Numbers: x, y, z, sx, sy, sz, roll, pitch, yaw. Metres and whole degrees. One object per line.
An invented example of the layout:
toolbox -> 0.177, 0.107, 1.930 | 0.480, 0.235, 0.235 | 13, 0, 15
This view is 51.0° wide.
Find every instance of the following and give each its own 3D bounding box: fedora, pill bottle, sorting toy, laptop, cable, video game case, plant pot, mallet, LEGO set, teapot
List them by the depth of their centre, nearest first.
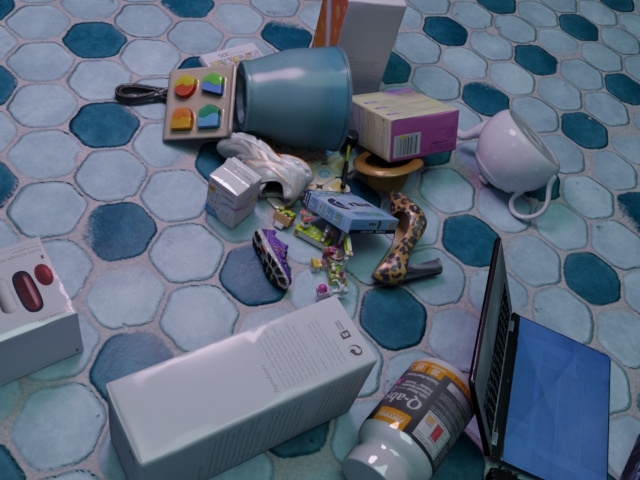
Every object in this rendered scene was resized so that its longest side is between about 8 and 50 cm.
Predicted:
pill bottle -> 0.174, 0.370, 1.300 | 0.162, 0.162, 0.278 | 38, 52, 15
laptop -> 0.478, 0.268, 1.407 | 0.236, 0.408, 0.382 | 0, 45, 24
LEGO set -> 0.000, 0.000, 1.579 | 0.132, 0.107, 0.287 | -15, 58, -25
sorting toy -> -0.312, -0.354, 1.710 | 0.208, 0.038, 0.193 | -1, 78, 21
plant pot -> -0.082, -0.362, 1.719 | 0.255, 0.272, 0.272 | -3, 54, -17
fedora -> 0.178, -0.181, 1.771 | 0.194, 0.079, 0.194 | 0, 28, 0
mallet -> 0.072, -0.218, 1.778 | 0.039, 0.062, 0.190 | 16, 46, -10
cable -> -0.401, -0.405, 1.811 | 0.287, 0.072, 0.140 | 14, 54, -6
teapot -> 0.520, -0.218, 1.849 | 0.252, 0.187, 0.256 | 36, 29, -20
video game case -> -0.197, -0.445, 1.874 | 0.206, 0.026, 0.227 | -31, 81, -43

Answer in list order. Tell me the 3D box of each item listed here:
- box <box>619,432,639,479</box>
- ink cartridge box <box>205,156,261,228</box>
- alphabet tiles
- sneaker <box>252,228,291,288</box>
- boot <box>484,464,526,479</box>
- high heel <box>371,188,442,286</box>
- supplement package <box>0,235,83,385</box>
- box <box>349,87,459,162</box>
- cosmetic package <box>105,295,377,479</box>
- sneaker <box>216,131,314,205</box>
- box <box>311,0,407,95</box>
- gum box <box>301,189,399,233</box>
box -> 0.704, 0.505, 1.250 | 0.212, 0.294, 0.395 | 36, 52, 14
ink cartridge box -> -0.207, -0.118, 1.593 | 0.092, 0.143, 0.090 | 35, 52, 14
alphabet tiles -> -0.059, -0.191, 1.770 | 0.278, 0.021, 0.284 | -30, 65, -32
sneaker -> -0.099, 0.034, 1.555 | 0.071, 0.068, 0.170 | -8, 54, -27
boot -> 0.374, 0.508, 1.320 | 0.099, 0.045, 0.121 | 21, 43, -1
high heel -> 0.172, -0.014, 1.644 | 0.186, 0.093, 0.261 | -10, 62, -25
supplement package -> -0.590, 0.136, 1.287 | 0.194, 0.149, 0.203 | -23, 60, -29
box -> 0.214, -0.318, 1.821 | 0.213, 0.117, 0.243 | -14, 31, -24
cosmetic package -> -0.144, 0.291, 1.235 | 0.453, 0.230, 0.161 | -19, 59, -28
sneaker -> -0.155, -0.176, 1.673 | 0.262, 0.099, 0.121 | 24, 63, 11
box -> 0.096, -0.588, 1.913 | 0.168, 0.345, 0.215 | -1, 52, -16
gum box -> 0.070, -0.070, 1.620 | 0.156, 0.041, 0.184 | -1, 24, -40
